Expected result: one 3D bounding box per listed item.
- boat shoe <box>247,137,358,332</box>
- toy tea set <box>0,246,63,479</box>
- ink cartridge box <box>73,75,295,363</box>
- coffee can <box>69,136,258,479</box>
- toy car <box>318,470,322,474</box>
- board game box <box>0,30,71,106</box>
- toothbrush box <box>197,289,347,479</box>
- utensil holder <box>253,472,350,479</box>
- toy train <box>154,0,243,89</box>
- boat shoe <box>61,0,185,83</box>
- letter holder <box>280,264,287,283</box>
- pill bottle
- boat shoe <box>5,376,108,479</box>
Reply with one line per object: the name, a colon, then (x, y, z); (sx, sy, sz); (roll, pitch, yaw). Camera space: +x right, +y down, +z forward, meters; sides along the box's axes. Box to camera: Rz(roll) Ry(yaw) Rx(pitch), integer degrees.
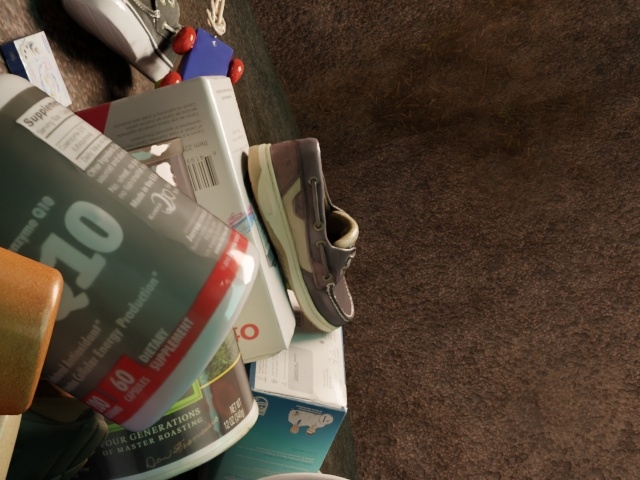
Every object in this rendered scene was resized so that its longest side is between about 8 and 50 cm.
boat shoe: (0.000, 0.000, 0.944); (0.103, 0.092, 0.285); (-90, 162, -50)
toy tea set: (-0.209, 0.144, 0.332); (0.200, 0.124, 0.336); (173, -68, -71)
ink cartridge box: (-0.175, -0.010, 0.903); (0.131, 0.226, 0.307); (-71, 147, -76)
coffee can: (-0.189, 0.062, 0.750); (0.201, 0.201, 0.276); (-69, 144, -77)
toy car: (-0.058, 0.451, 1.322); (0.188, 0.148, 0.155); (85, -12, -47)
board game box: (-0.323, -0.188, 0.919); (0.090, 0.020, 0.090); (-82, 156, -69)
toothbrush box: (-0.072, 0.241, 1.067); (0.216, 0.126, 0.296); (-92, -161, -57)
utensil holder: (0.003, 0.503, 0.926); (0.386, 0.327, 0.328); (72, 8, -46)
toy train: (-0.193, -0.251, 1.192); (0.105, 0.143, 0.248); (30, 53, -30)
boat shoe: (-0.262, -0.320, 1.127); (0.121, 0.119, 0.335); (34, 0, -1)
letter holder: (-0.198, -0.020, 1.158); (0.152, 0.214, 0.302); (-60, 146, -30)
pill bottle: (-0.197, -0.009, 0.552); (0.283, 0.161, 0.161); (36, 19, -13)
boat shoe: (-0.264, 0.110, 0.519); (0.120, 0.122, 0.324); (45, -4, 20)
